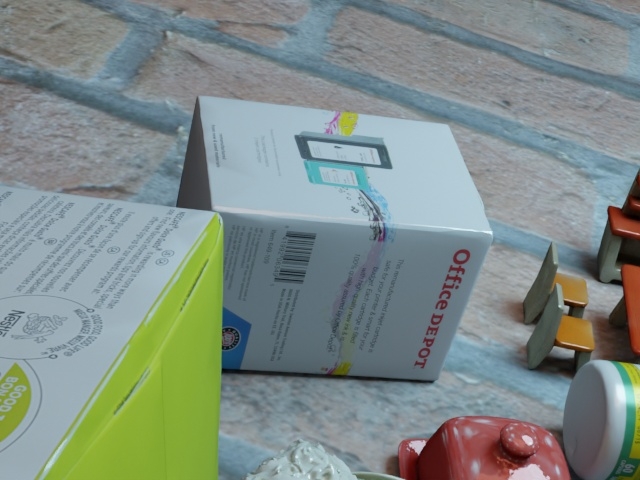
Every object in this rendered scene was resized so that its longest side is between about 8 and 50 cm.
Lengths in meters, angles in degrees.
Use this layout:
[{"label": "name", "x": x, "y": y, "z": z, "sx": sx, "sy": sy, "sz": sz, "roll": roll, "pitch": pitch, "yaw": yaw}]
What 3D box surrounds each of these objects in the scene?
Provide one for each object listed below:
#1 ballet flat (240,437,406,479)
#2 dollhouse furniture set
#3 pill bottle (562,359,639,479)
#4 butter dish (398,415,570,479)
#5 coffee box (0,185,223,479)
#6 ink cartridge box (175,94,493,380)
[{"label": "ballet flat", "x": 0.114, "y": 0.272, "z": 0.952, "sx": 0.409, "sy": 0.147, "sz": 0.147, "roll": 27, "pitch": 38, "yaw": 15}, {"label": "dollhouse furniture set", "x": 0.368, "y": 0.049, "z": 1.345, "sx": 0.262, "sy": 0.135, "sz": 0.259, "roll": 13, "pitch": 36, "yaw": -3}, {"label": "pill bottle", "x": 0.350, "y": 0.183, "z": 1.179, "sx": 0.208, "sy": 0.117, "sz": 0.117, "roll": 8, "pitch": 37, "yaw": -10}, {"label": "butter dish", "x": 0.160, "y": 0.209, "z": 1.076, "sx": 0.160, "sy": 0.118, "sz": 0.160, "roll": 8, "pitch": 36, "yaw": -10}, {"label": "coffee box", "x": -0.253, "y": 0.179, "z": 0.692, "sx": 0.334, "sy": 0.337, "sz": 0.338, "roll": 6, "pitch": 23, "yaw": 8}, {"label": "ink cartridge box", "x": 0.000, "y": 0.000, "z": 1.226, "sx": 0.270, "sy": 0.198, "sz": 0.197, "roll": 5, "pitch": 37, "yaw": -15}]
